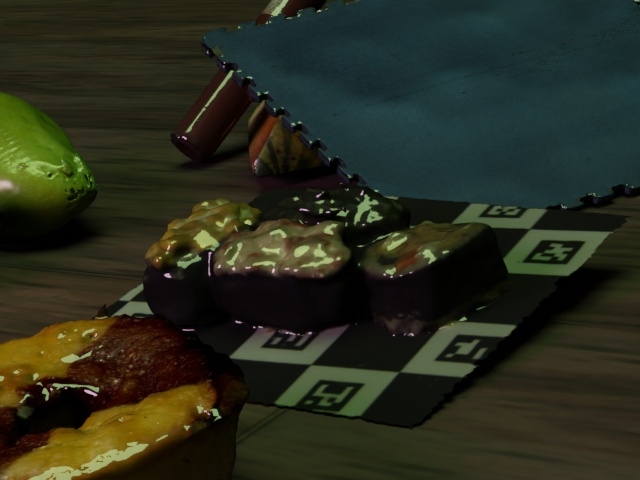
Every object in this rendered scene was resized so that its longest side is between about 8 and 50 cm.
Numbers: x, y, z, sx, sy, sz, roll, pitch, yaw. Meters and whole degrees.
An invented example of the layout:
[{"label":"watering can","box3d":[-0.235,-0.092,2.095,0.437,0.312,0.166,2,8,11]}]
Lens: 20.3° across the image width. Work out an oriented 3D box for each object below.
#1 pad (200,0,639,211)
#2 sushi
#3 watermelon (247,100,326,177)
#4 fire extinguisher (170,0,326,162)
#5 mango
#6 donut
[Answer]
[{"label":"pad","box3d":[0.103,-0.091,1.015,0.269,0.012,0.269,-16,36,-23]},{"label":"sushi","box3d":[0.000,0.000,0.801,0.215,0.051,0.192,5,30,37]},{"label":"watermelon","box3d":[-0.006,-0.089,1.093,0.087,0.069,0.163,-9,15,-2]},{"label":"fire extinguisher","box3d":[-0.034,-0.120,1.135,0.035,0.049,0.173,24,71,35]},{"label":"mango","box3d":[-0.184,-0.046,1.034,0.091,0.074,0.165,-19,20,-34]},{"label":"donut","box3d":[-0.087,0.075,0.634,0.140,0.059,0.140,-8,18,3]}]
